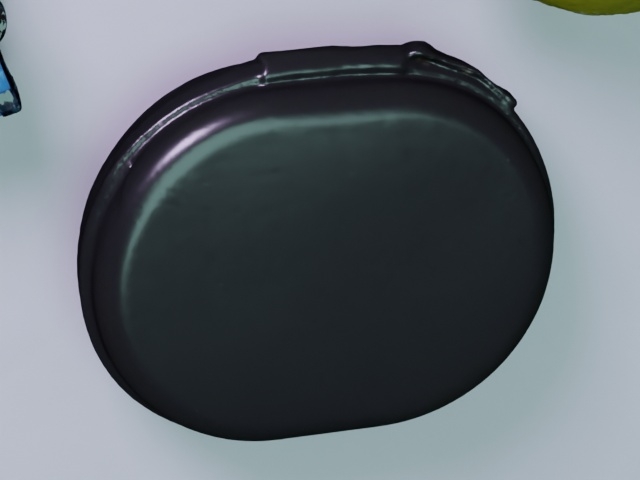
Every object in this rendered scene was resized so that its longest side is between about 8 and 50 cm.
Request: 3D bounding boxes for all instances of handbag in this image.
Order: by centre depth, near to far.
[{"bbox_3d":[-0.001,-0.001,1.182,0.308,0.093,0.254,-5,113,-16],"label":"handbag"}]

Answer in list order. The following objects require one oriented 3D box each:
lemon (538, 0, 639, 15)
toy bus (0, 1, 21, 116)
[{"bbox_3d":[0.181,-0.224,1.093,0.248,0.184,0.184,-43,119,3],"label":"lemon"},{"bbox_3d":[-0.236,-0.148,1.038,0.106,0.090,0.185,-22,116,-7],"label":"toy bus"}]
